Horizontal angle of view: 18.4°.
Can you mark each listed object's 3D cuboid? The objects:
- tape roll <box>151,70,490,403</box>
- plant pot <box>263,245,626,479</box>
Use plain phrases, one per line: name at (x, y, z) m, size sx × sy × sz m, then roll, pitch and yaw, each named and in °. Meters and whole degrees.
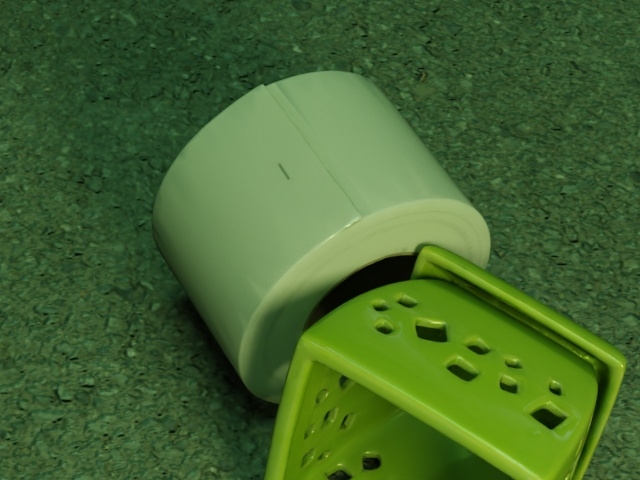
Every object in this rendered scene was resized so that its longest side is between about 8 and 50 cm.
tape roll at (0.000, 0.000, 1.685) m, size 0.246 × 0.246 × 0.169 m, roll -19°, pitch 55°, yaw -24°
plant pot at (0.108, 0.154, 1.583) m, size 0.227 × 0.228 × 0.207 m, roll 30°, pitch 43°, yaw 18°
